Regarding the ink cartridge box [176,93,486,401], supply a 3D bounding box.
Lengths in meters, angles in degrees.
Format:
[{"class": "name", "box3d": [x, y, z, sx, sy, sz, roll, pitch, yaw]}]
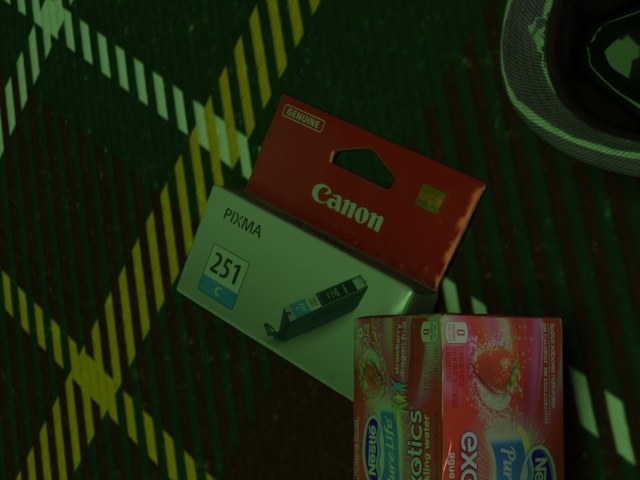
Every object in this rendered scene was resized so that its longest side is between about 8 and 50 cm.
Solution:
[{"class": "ink cartridge box", "box3d": [0.000, 0.000, 1.138, 0.296, 0.066, 0.261, 28, 101, 32]}]

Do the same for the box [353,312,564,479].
[{"class": "box", "box3d": [0.125, 0.219, 0.960, 0.154, 0.142, 0.300, -11, 77, 59]}]

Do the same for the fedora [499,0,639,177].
[{"class": "fedora", "box3d": [0.310, -0.173, 0.915, 0.275, 0.124, 0.243, 3, 89, 25]}]
